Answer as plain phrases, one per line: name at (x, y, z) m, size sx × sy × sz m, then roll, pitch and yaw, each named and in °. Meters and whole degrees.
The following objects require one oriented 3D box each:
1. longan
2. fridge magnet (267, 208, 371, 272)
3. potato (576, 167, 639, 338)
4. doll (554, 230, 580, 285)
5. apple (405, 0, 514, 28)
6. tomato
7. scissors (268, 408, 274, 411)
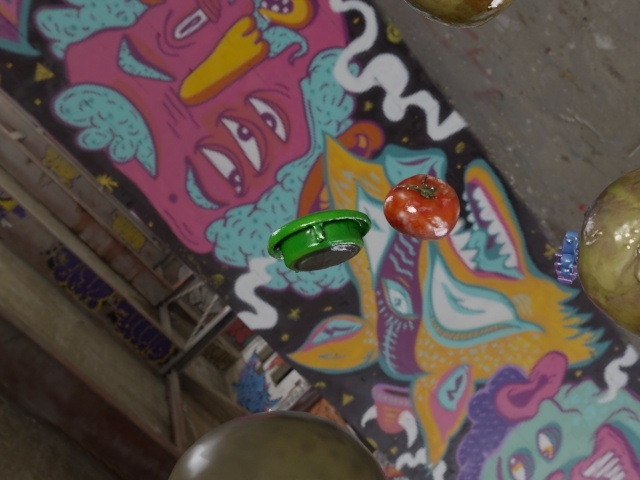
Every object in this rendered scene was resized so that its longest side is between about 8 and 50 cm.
longan at (-0.054, 0.396, 0.798) m, size 0.361 × 0.361 × 0.361 m, roll 46°, pitch 177°, yaw 3°
fridge magnet at (0.000, 0.000, 1.225) m, size 0.208 × 0.207 × 0.088 m, roll 56°, pitch -163°, yaw -71°
potato at (0.477, -0.004, 0.809) m, size 0.237 × 0.288 × 0.301 m, roll 46°, pitch 152°, yaw 21°
doll at (0.569, 0.038, 1.454) m, size 0.067 × 0.110 × 0.206 m, roll 14°, pitch 156°, yaw 26°
apple at (0.261, -0.522, 1.158) m, size 0.233 × 0.257 × 0.257 m, roll 30°, pitch -177°, yaw -21°
tomato at (0.251, -0.074, 1.581) m, size 0.187 × 0.187 × 0.151 m, roll 44°, pitch 140°, yaw 33°
scissors at (-0.116, 0.401, 1.223) m, size 0.022 × 0.176 × 0.085 m, roll 22°, pitch -162°, yaw 14°
